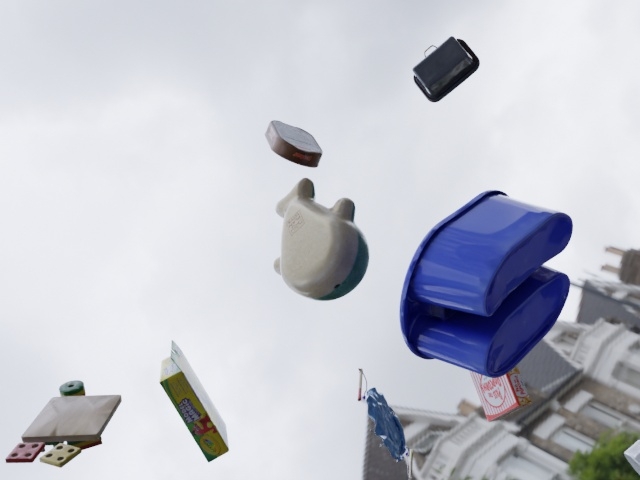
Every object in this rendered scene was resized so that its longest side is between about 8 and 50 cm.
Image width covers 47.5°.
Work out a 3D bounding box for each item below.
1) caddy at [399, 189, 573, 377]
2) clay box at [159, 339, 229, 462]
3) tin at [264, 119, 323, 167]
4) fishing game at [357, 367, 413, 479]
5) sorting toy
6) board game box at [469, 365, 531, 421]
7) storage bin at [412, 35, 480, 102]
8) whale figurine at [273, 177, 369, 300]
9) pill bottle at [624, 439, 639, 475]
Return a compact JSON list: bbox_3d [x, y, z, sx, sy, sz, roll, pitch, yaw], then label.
[{"bbox_3d":[0.261,0.062,1.171,0.341,0.179,0.241,-31,-54,-38],"label":"caddy"},{"bbox_3d":[-0.256,0.312,1.432,0.053,0.127,0.222,-30,-77,-5],"label":"clay box"},{"bbox_3d":[-0.056,-0.202,1.501,0.106,0.189,0.040,12,-68,-19],"label":"tin"},{"bbox_3d":[0.148,0.437,1.726,0.264,0.041,0.189,58,-164,-16],"label":"fishing game"},{"bbox_3d":[-0.429,0.327,1.263,0.274,0.132,0.046,-81,-13,-73],"label":"sorting toy"},{"bbox_3d":[0.449,0.348,1.861,0.045,0.193,0.147,-6,-27,-24],"label":"board game box"},{"bbox_3d":[0.251,-0.366,1.509,0.135,0.098,0.091,-38,-11,15],"label":"storage bin"},{"bbox_3d":[0.000,0.000,1.438,0.216,0.272,0.141,-45,-45,19],"label":"whale figurine"},{"bbox_3d":[0.626,0.323,1.207,0.221,0.121,0.121,-40,-42,-1],"label":"pill bottle"}]
